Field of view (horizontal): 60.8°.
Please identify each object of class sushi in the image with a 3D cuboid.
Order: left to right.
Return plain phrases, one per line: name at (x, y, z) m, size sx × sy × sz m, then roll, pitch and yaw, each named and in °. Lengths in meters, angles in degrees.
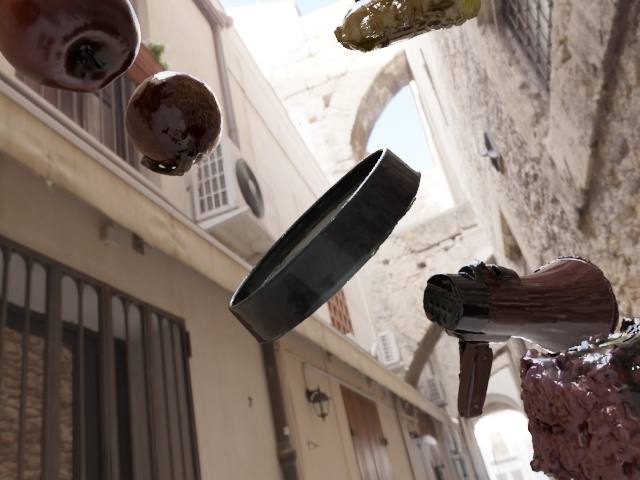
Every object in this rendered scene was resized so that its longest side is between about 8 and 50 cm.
sushi at (0.370, 0.188, 0.670) m, size 0.270 × 0.171 × 0.236 m, roll -13°, pitch -8°, yaw -20°

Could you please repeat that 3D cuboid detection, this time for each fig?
fig at (-0.286, -0.225, 1.088) m, size 0.205 × 0.205 × 0.205 m, roll -11°, pitch -27°, yaw -6°

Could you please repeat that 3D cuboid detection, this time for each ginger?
ginger at (0.099, -0.298, 0.714) m, size 0.205 × 0.081 × 0.115 m, roll -13°, pitch -8°, yaw 30°

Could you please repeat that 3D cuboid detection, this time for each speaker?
speaker at (0.320, 0.152, 0.973) m, size 0.329 × 0.198 × 0.259 m, roll 0°, pitch -54°, yaw -25°

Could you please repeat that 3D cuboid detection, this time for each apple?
apple at (-0.422, -0.366, 0.918) m, size 0.233 × 0.234 × 0.234 m, roll -11°, pitch -27°, yaw -6°

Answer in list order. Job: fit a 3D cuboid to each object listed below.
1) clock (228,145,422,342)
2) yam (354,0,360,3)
clock at (0.000, 0.000, 0.904) m, size 0.076 × 0.386 × 0.386 m, roll 45°, pitch -51°, yaw -9°
yam at (0.084, -0.533, 1.143) m, size 0.056 × 0.057 × 0.241 m, roll -19°, pitch -70°, yaw 10°
